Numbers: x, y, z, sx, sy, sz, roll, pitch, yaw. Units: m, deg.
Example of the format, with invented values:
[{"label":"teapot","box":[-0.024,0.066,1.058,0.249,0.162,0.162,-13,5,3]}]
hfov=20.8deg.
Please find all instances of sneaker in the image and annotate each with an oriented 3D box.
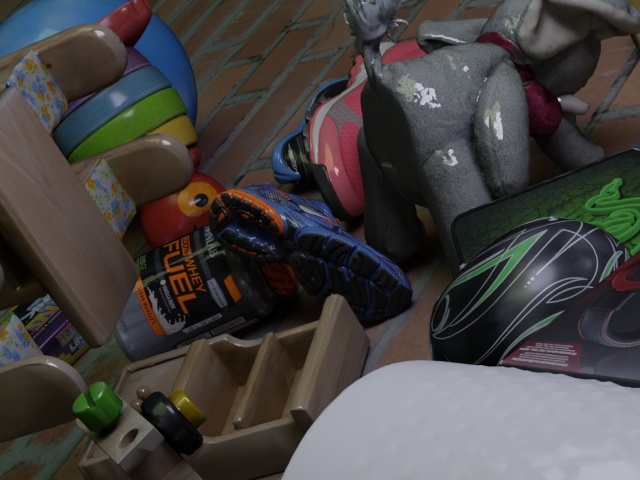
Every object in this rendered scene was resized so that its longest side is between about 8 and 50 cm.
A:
[{"label":"sneaker","box":[0.000,0.000,1.736,0.221,0.083,0.087,32,36,14]},{"label":"sneaker","box":[0.082,-0.144,1.960,0.136,0.116,0.314,-13,31,31]},{"label":"sneaker","box":[0.010,-0.125,2.081,0.078,0.067,0.188,10,42,25]}]

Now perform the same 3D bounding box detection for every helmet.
[{"label":"helmet","box":[0.185,0.065,1.420,0.161,0.169,0.169,-31,20,40]}]

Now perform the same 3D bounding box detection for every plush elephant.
[{"label":"plush elephant","box":[0.173,-0.130,1.693,0.255,0.330,0.272,-20,14,-20]}]

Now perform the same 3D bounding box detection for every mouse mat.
[{"label":"mouse mat","box":[0.217,0.018,1.521,0.189,0.153,0.007,-22,-16,18]}]

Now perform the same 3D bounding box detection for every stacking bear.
[{"label":"stacking bear","box":[-0.207,-0.103,2.017,0.175,0.289,0.164,-34,-2,-31]}]

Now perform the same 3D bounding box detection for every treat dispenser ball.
[{"label":"treat dispenser ball","box":[-0.302,-0.179,2.242,0.288,0.288,0.288,-25,26,13]}]

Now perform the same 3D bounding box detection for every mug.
[{"label":"mug","box":[0.139,0.228,0.993,0.328,0.276,0.374,4,11,42]}]

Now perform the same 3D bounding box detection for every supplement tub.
[{"label":"supplement tub","box":[-0.127,0.049,1.835,0.190,0.117,0.117,-25,26,8]}]

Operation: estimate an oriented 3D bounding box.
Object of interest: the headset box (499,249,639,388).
[{"label":"headset box","box":[0.293,0.085,1.265,0.293,0.110,0.218,-34,23,-33]}]

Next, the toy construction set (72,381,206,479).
[{"label":"toy construction set","box":[-0.155,0.257,1.361,0.257,0.237,0.309,-26,26,11]}]

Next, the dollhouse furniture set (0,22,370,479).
[{"label":"dollhouse furniture set","box":[-0.167,0.036,1.587,0.256,0.394,0.362,-18,29,25]}]

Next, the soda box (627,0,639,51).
[{"label":"soda box","box":[0.415,-0.262,1.866,0.181,0.061,0.058,-28,26,7]}]

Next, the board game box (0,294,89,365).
[{"label":"board game box","box":[-0.310,0.094,2.043,0.141,0.048,0.170,2,41,51]}]
